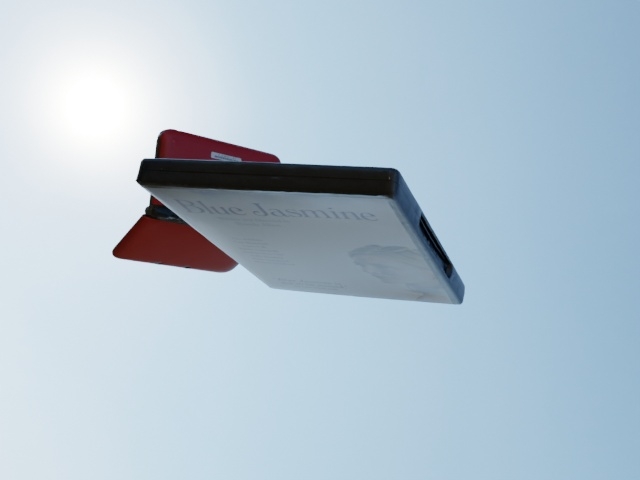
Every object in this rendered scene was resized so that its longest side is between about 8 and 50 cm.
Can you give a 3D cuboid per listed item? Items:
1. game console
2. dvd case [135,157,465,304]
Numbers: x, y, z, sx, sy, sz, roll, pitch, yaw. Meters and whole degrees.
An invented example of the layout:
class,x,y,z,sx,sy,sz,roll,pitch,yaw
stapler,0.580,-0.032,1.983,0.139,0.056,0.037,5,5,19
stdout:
class,x,y,z,sx,sy,sz,roll,pitch,yaw
game console,-0.123,-0.035,0.897,0.085,0.144,0.124,-2,-100,50
dvd case,0.000,0.000,0.675,0.180,0.022,0.253,4,-18,20
